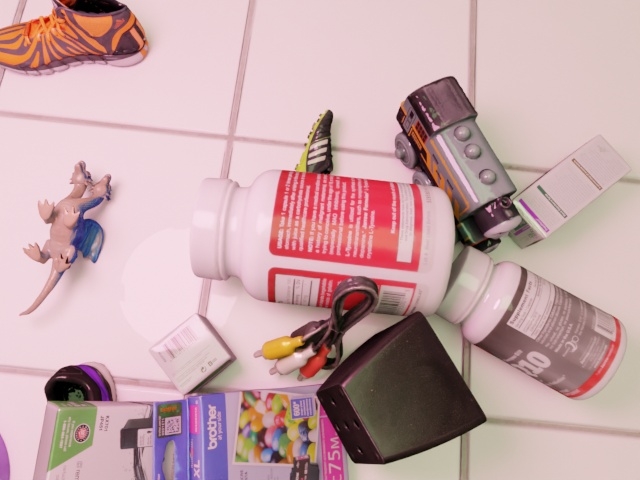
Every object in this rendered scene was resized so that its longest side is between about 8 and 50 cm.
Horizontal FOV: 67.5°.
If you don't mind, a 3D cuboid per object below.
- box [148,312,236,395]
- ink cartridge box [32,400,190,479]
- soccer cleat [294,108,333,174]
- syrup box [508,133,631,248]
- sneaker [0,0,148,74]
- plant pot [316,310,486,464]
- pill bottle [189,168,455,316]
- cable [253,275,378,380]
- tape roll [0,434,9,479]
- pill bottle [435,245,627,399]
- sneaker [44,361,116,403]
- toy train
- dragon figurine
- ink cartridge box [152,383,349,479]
[{"bbox_3d":[-0.219,0.198,0.834,0.101,0.087,0.102,-39,80,-11],"label":"box"},{"bbox_3d":[-0.288,0.314,0.694,0.208,0.087,0.153,13,72,-37],"label":"ink cartridge box"},{"bbox_3d":[-0.001,-0.175,0.962,0.072,0.060,0.179,22,82,-6],"label":"soccer cleat"},{"bbox_3d":[0.468,-0.093,0.935,0.237,0.093,0.096,-35,79,-10],"label":"syrup box"},{"bbox_3d":[-0.522,-0.432,0.942,0.321,0.180,0.124,-8,75,-4],"label":"sneaker"},{"bbox_3d":[0.106,0.252,0.760,0.167,0.187,0.188,-25,77,-26],"label":"plant pot"},{"bbox_3d":[0.000,0.000,0.823,0.408,0.229,0.229,6,75,-1],"label":"pill bottle"},{"bbox_3d":[0.015,0.162,0.778,0.139,0.287,0.072,31,46,-19],"label":"cable"},{"bbox_3d":[-0.661,0.402,0.763,0.275,0.090,0.274,0,75,-1],"label":"tape roll"},{"bbox_3d":[0.350,0.137,0.835,0.283,0.161,0.161,29,76,6],"label":"pill bottle"},{"bbox_3d":[-0.363,0.333,0.762,0.102,0.146,0.293,-30,78,-9],"label":"sneaker"},{"bbox_3d":[0.248,-0.136,0.888,0.142,0.190,0.334,-23,77,-7],"label":"toy train"},{"bbox_3d":[-0.458,-0.003,0.879,0.085,0.144,0.289,13,94,-1],"label":"dragon figurine"},{"bbox_3d":[-0.096,0.326,0.738,0.311,0.065,0.185,6,70,-33],"label":"ink cartridge box"}]
